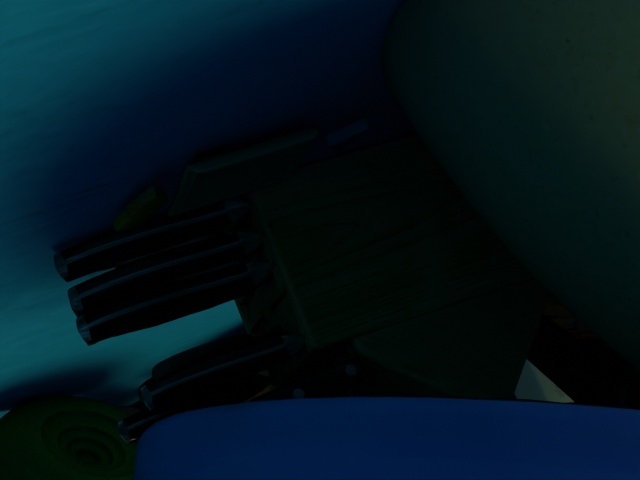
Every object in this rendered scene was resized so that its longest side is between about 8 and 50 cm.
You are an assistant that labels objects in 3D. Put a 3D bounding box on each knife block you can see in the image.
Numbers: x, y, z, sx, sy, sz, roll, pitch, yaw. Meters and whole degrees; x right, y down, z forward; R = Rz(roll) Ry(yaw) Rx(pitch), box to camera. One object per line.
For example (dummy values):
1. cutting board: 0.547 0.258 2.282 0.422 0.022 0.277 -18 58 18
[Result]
1. knife block: 0.000 0.000 0.964 0.275 0.242 0.088 -66 -173 -26

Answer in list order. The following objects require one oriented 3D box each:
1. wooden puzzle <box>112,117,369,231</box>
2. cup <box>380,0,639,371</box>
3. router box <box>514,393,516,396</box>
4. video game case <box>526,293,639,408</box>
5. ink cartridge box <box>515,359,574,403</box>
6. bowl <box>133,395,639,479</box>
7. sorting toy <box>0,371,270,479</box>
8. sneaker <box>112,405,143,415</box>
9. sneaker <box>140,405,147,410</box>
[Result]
1. wooden puzzle: -0.040 -0.035 0.877 0.116 0.014 0.078 -16 168 -26
2. cup: 0.223 -0.042 0.808 0.331 0.237 0.331 -21 165 -6
3. router box: 0.118 0.092 1.438 0.301 0.082 0.335 -12 162 -37
4. video game case: 0.259 0.067 1.011 0.275 0.035 0.248 1 -170 -9
5. ink cartridge box: 0.200 0.020 1.179 0.191 0.139 0.082 -22 172 -8
6. bowl: 0.096 0.138 0.827 0.391 0.077 0.391 4 166 1
7. sorting toy: -0.113 0.100 1.137 0.365 0.127 0.126 -5 128 -44
8. sneaker: -0.228 0.217 1.206 0.314 0.116 0.136 -30 -162 -4
9. sneaker: -0.148 0.201 1.346 0.232 0.115 0.090 -32 164 29
